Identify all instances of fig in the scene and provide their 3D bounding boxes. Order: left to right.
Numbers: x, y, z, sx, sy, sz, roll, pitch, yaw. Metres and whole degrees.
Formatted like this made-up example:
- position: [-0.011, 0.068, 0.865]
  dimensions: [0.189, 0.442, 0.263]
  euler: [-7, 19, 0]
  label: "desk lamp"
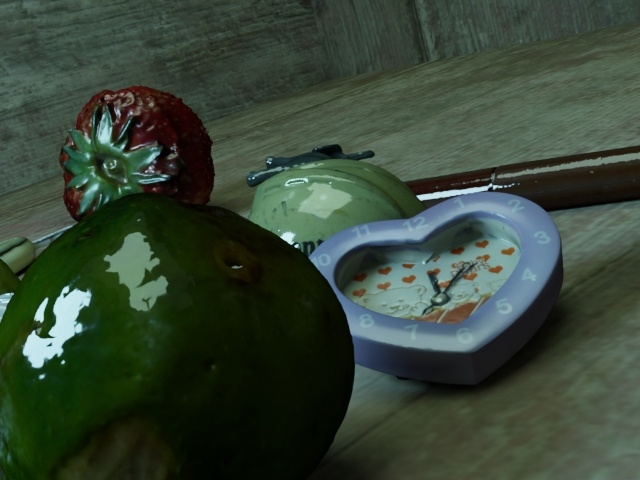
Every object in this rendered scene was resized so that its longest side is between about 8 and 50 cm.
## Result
- position: [-0.104, 0.091, 0.486]
  dimensions: [0.245, 0.195, 0.195]
  euler: [-42, 5, 21]
  label: "fig"

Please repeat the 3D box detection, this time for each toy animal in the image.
- position: [-0.017, -0.096, 1.277]
  dimensions: [0.137, 0.082, 0.269]
  euler: [-7, 13, 21]
  label: "toy animal"

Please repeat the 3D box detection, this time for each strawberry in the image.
- position: [-0.281, -0.125, 1.363]
  dimensions: [0.250, 0.238, 0.288]
  euler: [-7, 7, 18]
  label: "strawberry"

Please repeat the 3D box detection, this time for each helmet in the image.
- position: [-0.005, -0.002, 0.788]
  dimensions: [0.258, 0.137, 0.204]
  euler: [-13, 15, 13]
  label: "helmet"

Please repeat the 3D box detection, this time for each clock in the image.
- position: [0.090, 0.046, 0.634]
  dimensions: [0.198, 0.064, 0.172]
  euler: [-17, 38, 0]
  label: "clock"

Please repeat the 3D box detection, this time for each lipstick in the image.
- position: [0.239, -0.059, 0.904]
  dimensions: [0.357, 0.057, 0.057]
  euler: [-7, 17, 30]
  label: "lipstick"

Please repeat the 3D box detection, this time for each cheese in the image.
- position: [-0.506, 0.020, 1.414]
  dimensions: [0.127, 0.054, 0.251]
  euler: [-5, 17, 37]
  label: "cheese"

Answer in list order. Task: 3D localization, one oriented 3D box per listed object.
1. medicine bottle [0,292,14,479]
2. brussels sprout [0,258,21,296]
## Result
- position: [-0.284, 0.144, 0.576]
  dimensions: [0.179, 0.124, 0.324]
  euler: [-12, 14, 19]
  label: "medicine bottle"
- position: [-0.393, 0.087, 0.816]
  dimensions: [0.223, 0.161, 0.223]
  euler: [-11, 21, 5]
  label: "brussels sprout"
